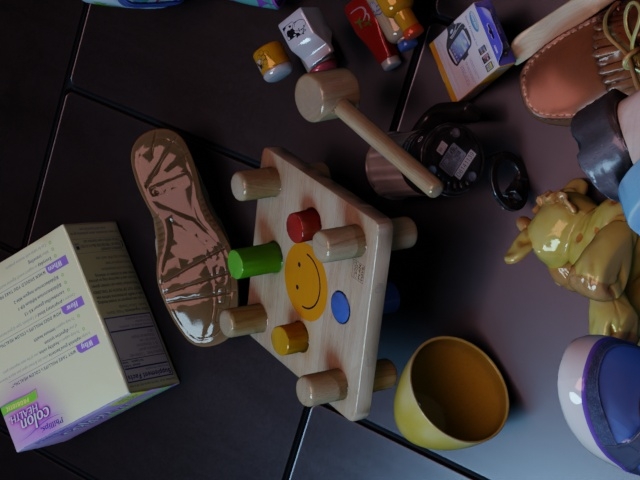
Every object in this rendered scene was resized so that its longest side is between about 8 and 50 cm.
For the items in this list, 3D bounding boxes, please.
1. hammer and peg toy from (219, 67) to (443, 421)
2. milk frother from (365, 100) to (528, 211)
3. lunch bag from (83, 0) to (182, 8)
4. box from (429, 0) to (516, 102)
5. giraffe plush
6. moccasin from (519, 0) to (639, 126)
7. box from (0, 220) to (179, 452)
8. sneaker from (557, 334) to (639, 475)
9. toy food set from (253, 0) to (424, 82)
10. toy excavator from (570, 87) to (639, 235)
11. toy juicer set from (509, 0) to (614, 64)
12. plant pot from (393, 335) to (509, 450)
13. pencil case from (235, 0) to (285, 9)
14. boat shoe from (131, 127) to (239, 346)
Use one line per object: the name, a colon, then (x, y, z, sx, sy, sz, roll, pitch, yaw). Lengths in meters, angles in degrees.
hammer and peg toy: (0.000, 0.000, 1.828, 0.266, 0.127, 0.361, 37, 127, 48)
milk frother: (0.151, -0.079, 1.846, 0.143, 0.129, 0.135, 56, 159, -15)
lunch bag: (-0.230, -0.403, 1.999, 0.090, 0.176, 0.219, 8, 99, 25)
box: (0.177, -0.218, 1.816, 0.136, 0.028, 0.081, -36, 72, 61)
giraffe plush: (0.297, 0.008, 1.736, 0.170, 0.181, 0.210, 9, 109, 51)
moccasin: (0.382, -0.202, 1.668, 0.380, 0.147, 0.139, -8, 89, 30)
box: (-0.340, 0.127, 2.125, 0.213, 0.117, 0.243, -29, 78, 28)
sneaker: (0.413, 0.193, 1.584, 0.236, 0.323, 0.130, -5, 52, 46)
toy food set: (0.034, -0.236, 1.890, 0.232, 0.111, 0.104, -34, 77, 33)
toy excavator: (0.482, 0.051, 1.529, 0.222, 0.433, 0.445, -32, 56, 36)
toy juicer set: (0.279, -0.381, 1.767, 0.209, 0.089, 0.329, -12, 100, 11)
plant pot: (0.139, 0.191, 1.856, 0.134, 0.134, 0.095, 61, 141, 13)
pencil case: (-0.107, -0.335, 1.993, 0.152, 0.064, 0.070, 14, 115, 28)
boat shoe: (-0.166, -0.005, 2.044, 0.105, 0.089, 0.285, -13, 88, 4)
